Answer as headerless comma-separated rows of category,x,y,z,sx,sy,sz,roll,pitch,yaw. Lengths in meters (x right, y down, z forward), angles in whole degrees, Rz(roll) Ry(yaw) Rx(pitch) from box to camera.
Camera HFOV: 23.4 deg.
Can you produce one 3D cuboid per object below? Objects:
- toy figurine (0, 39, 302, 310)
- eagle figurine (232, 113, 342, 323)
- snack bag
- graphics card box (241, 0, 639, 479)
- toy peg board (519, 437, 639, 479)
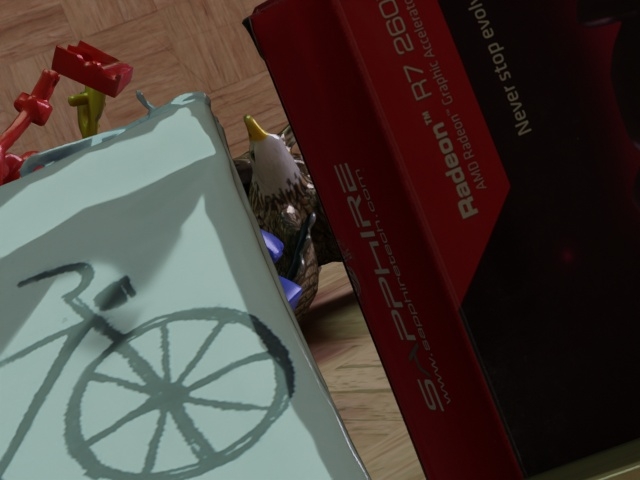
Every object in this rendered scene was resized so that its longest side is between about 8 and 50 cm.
toy figurine,-0.113,0.088,0.925,0.191,0.217,0.363,-59,-9,-56
eagle figurine,-0.006,-0.006,1.248,0.298,0.225,0.226,37,99,48
snack bag,-0.135,0.117,0.396,0.323,0.037,0.342,-24,41,-2
graphics card box,0.184,-0.054,0.622,0.371,0.233,0.094,-23,6,-18
toy peg board,0.120,0.091,0.439,0.161,0.079,0.160,-20,-9,7
